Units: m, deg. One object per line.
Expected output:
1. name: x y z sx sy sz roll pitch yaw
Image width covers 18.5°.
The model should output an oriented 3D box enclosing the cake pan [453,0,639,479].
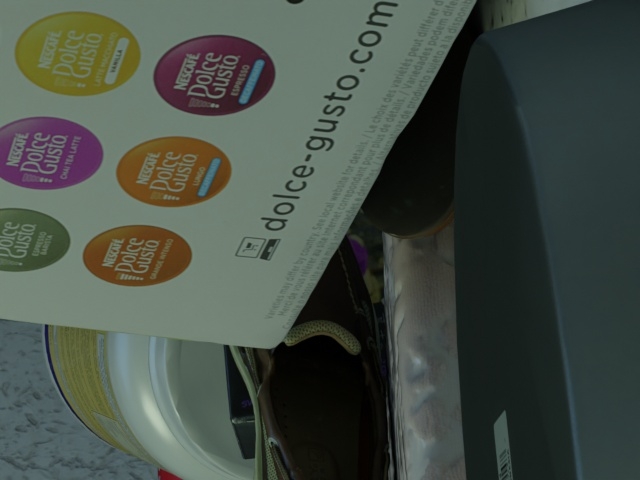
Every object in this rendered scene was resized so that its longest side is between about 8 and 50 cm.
1. cake pan: 0.078 0.068 0.540 0.293 0.054 0.293 175 90 -88

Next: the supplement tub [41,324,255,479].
1. supplement tub: -0.082 0.080 1.625 0.331 0.241 0.241 -175 80 -68

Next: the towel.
1. towel: 0.069 0.174 1.053 0.317 0.053 0.331 86 179 -52

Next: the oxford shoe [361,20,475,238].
1. oxford shoe: 0.052 -0.086 0.992 0.076 0.076 0.212 48 -146 -51

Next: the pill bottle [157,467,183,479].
1. pill bottle: -0.036 0.317 1.873 0.229 0.229 0.407 92 174 -72

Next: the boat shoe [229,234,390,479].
1. boat shoe: 0.000 0.069 1.140 0.095 0.095 0.257 112 152 -57

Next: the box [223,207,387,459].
1. box: 0.000 0.000 1.336 0.165 0.143 0.270 85 179 -76

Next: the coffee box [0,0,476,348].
1. coffee box: -0.137 -0.191 0.910 0.337 0.334 0.338 118 154 -48
